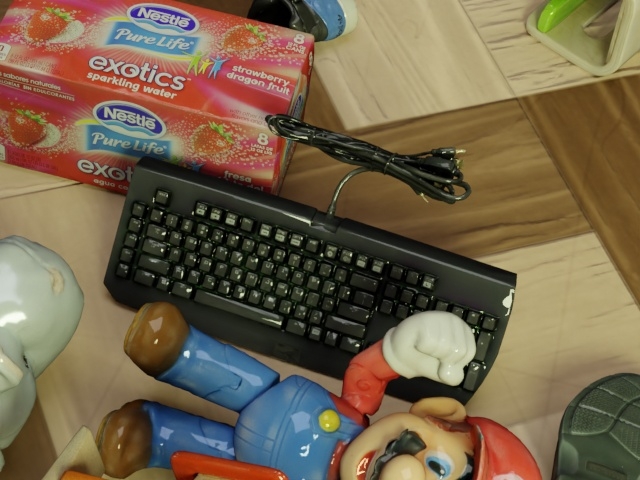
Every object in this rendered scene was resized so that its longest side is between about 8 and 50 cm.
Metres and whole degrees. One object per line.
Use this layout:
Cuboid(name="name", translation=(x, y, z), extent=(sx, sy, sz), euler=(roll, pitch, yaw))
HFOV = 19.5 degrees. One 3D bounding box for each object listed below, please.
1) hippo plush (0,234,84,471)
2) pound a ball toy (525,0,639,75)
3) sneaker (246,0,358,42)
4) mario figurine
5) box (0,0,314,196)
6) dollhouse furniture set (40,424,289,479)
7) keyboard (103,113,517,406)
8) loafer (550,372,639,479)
Cuboid(name="hippo plush", translation=(-0.303, 0.042, 1.331), extent=(0.237, 0.234, 0.294), euler=(23, 50, 13))
Cuboid(name="pound a ball toy", translation=(0.318, -0.290, 1.717), extent=(0.136, 0.208, 0.319), euler=(35, 53, 21))
Cuboid(name="sneaker", translation=(-0.042, -0.236, 1.720), extent=(0.085, 0.058, 0.152), euler=(-23, 62, -35))
Cuboid(name="mario figurine", translation=(0.001, 0.145, 1.317), extent=(0.321, 0.198, 0.170), euler=(15, 37, 11))
Cuboid(name="box", translation=(-0.146, -0.122, 1.565), extent=(0.257, 0.122, 0.128), euler=(15, 48, 5))
Cuboid(name="dollhouse furniture set", translation=(-0.029, 0.231, 1.178), extent=(0.262, 0.259, 0.135), euler=(9, 43, 27))
Cuboid(name="keyboard", translation=(0.000, 0.000, 1.456), extent=(0.317, 0.201, 0.033), euler=(17, 6, 6))
Cuboid(name="loafer", translation=(0.204, 0.188, 1.367), extent=(0.096, 0.084, 0.267), euler=(25, 30, 9))
